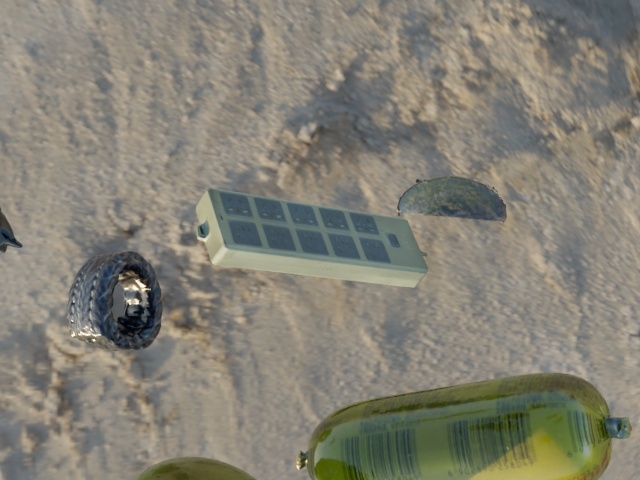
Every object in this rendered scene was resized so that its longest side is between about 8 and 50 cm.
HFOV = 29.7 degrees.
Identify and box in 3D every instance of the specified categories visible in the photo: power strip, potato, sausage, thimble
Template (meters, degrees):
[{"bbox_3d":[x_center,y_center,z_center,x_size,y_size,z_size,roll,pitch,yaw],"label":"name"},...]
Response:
[{"bbox_3d":[0.000,0.000,1.644,0.043,0.367,0.106,-52,44,37],"label":"power strip"},{"bbox_3d":[0.110,-0.038,1.022,0.093,0.036,0.037,4,102,-4],"label":"potato"},{"bbox_3d":[0.135,0.204,1.191,0.347,0.123,0.123,-12,80,25],"label":"sausage"},{"bbox_3d":[-0.216,0.067,1.292,0.066,0.095,0.104,-5,59,42],"label":"thimble"}]

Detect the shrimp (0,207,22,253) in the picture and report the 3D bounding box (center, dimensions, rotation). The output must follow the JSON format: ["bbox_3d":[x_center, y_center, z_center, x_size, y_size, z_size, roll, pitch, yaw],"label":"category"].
[{"bbox_3d":[-0.275,-0.114,0.726,0.062,0.164,0.317,-27,81,-28],"label":"shrimp"}]

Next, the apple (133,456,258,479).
[{"bbox_3d":[-0.114,0.301,1.153,0.157,0.196,0.196,1,84,-4],"label":"apple"}]
